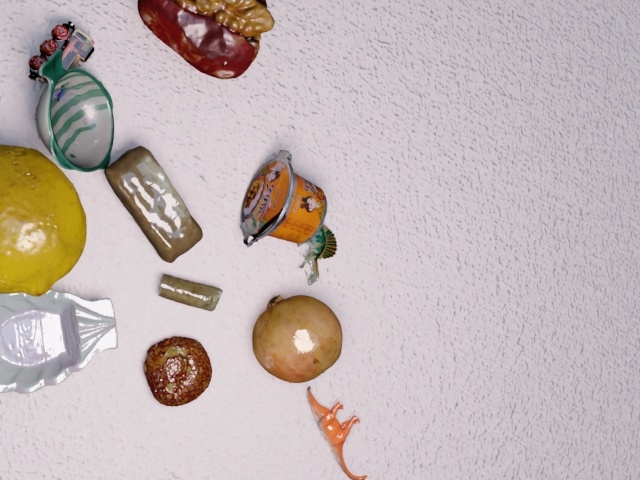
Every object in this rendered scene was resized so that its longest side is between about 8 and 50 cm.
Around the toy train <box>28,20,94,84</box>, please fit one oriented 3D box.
[{"bbox_3d":[-0.507,-0.357,1.684,0.087,0.050,0.138,36,81,-20],"label":"toy train"}]

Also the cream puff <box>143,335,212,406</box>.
[{"bbox_3d":[-0.292,0.269,1.773,0.149,0.084,0.149,0,91,-20],"label":"cream puff"}]

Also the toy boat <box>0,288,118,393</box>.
[{"bbox_3d":[-0.543,0.184,1.673,0.290,0.100,0.200,-8,96,-18],"label":"toy boat"}]

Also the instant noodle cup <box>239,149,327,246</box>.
[{"bbox_3d":[-0.066,-0.068,1.798,0.125,0.178,0.208,22,108,-32],"label":"instant noodle cup"}]

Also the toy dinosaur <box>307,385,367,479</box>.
[{"bbox_3d":[0.043,0.423,1.915,0.101,0.055,0.280,-38,105,-4],"label":"toy dinosaur"}]

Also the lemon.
[{"bbox_3d":[-0.564,-0.042,1.578,0.253,0.253,0.310,-27,86,-16],"label":"lemon"}]

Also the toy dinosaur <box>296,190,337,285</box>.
[{"bbox_3d":[-0.002,-0.001,1.886,0.106,0.044,0.187,36,68,-30],"label":"toy dinosaur"}]

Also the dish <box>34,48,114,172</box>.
[{"bbox_3d":[-0.487,-0.238,1.648,0.224,0.078,0.246,-67,148,-44],"label":"dish"}]

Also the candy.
[{"bbox_3d":[-0.331,-0.073,1.730,0.104,0.102,0.234,-38,105,-16],"label":"candy"}]

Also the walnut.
[{"bbox_3d":[-0.228,-0.450,1.674,0.269,0.244,0.222,24,86,-14],"label":"walnut"}]

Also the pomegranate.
[{"bbox_3d":[-0.049,0.203,1.803,0.191,0.191,0.191,-1,93,-19],"label":"pomegranate"}]

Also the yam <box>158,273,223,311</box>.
[{"bbox_3d":[-0.271,0.109,1.788,0.132,0.054,0.054,18,87,-19],"label":"yam"}]
